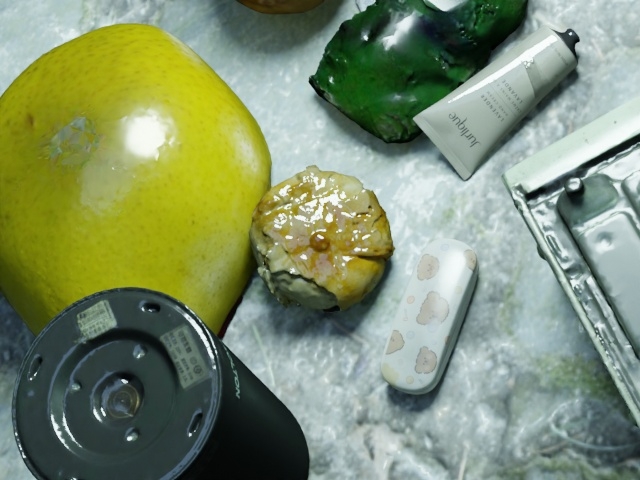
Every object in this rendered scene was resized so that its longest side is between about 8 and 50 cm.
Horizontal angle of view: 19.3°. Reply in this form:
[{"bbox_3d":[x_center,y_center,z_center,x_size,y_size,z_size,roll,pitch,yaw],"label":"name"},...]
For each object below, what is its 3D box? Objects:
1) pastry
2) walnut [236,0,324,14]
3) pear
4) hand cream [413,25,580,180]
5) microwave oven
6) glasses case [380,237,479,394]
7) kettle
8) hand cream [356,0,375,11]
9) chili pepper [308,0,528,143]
[{"bbox_3d":[0.001,-0.001,1.941,0.153,0.081,0.153,0,72,-1],"label":"pastry"},{"bbox_3d":[-0.047,-0.379,2.047,0.203,0.203,0.298,-11,50,15],"label":"walnut"},{"bbox_3d":[-0.234,-0.057,1.991,0.340,0.191,0.386,-15,66,14],"label":"pear"},{"bbox_3d":[0.193,-0.154,1.952,0.186,0.054,0.087,-41,101,1],"label":"hand cream"},{"bbox_3d":[0.415,-0.006,1.716,0.394,0.247,0.333,-29,63,7],"label":"microwave oven"},{"bbox_3d":[0.111,0.076,1.904,0.063,0.041,0.164,16,77,23],"label":"glasses case"},{"bbox_3d":[-0.114,0.203,1.788,0.262,0.308,0.203,34,84,27],"label":"kettle"},{"bbox_3d":[0.051,-0.266,2.069,0.030,0.019,0.093,-23,58,12],"label":"hand cream"},{"bbox_3d":[0.112,-0.229,1.975,0.264,0.116,0.148,-45,68,0],"label":"chili pepper"}]
